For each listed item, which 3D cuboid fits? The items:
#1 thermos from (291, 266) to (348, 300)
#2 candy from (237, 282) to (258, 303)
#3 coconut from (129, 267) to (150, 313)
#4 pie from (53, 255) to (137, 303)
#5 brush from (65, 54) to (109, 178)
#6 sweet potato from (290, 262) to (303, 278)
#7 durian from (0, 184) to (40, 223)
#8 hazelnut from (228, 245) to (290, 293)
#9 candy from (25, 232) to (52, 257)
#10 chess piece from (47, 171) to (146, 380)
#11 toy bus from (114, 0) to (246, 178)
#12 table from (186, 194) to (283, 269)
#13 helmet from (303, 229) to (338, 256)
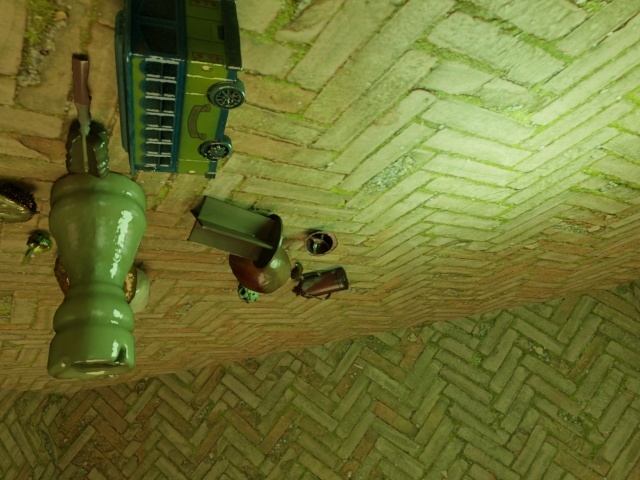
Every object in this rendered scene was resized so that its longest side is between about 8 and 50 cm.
[{"bbox_3d":[-0.010,0.178,1.915,0.232,0.099,0.124,-15,119,17],"label":"thermos"},{"bbox_3d":[-0.240,0.145,1.780,0.083,0.091,0.305,-26,163,-41],"label":"candy"},{"bbox_3d":[-0.659,0.178,1.583,0.170,0.171,0.183,1,149,-21],"label":"coconut"},{"bbox_3d":[-0.679,0.109,1.421,0.273,0.069,0.273,0,114,0],"label":"pie"},{"bbox_3d":[-0.447,-0.221,0.895,0.084,0.071,0.301,5,148,-21],"label":"brush"},{"bbox_3d":[-0.090,0.120,1.819,0.041,0.038,0.153,-25,161,-22],"label":"sweet potato"},{"bbox_3d":[-0.705,-0.091,1.079,0.140,0.071,0.110,7,150,-4],"label":"durian"},{"bbox_3d":[-0.199,0.079,1.525,0.214,0.176,0.214,18,154,9],"label":"hazelnut"},{"bbox_3d":[-0.816,0.025,1.339,0.062,0.058,0.194,23,151,-37],"label":"candy"},{"bbox_3d":[-0.513,0.085,1.085,0.234,0.442,0.234,-9,156,-4],"label":"chess piece"},{"bbox_3d":[-0.240,-0.245,0.801,0.190,0.152,0.312,-1,155,-20],"label":"toy bus"},{"bbox_3d":[-0.242,-0.028,1.310,0.226,0.167,0.167,19,145,-32],"label":"table"},{"bbox_3d":[0.000,0.000,1.550,0.111,0.057,0.089,-16,113,6],"label":"helmet"}]
